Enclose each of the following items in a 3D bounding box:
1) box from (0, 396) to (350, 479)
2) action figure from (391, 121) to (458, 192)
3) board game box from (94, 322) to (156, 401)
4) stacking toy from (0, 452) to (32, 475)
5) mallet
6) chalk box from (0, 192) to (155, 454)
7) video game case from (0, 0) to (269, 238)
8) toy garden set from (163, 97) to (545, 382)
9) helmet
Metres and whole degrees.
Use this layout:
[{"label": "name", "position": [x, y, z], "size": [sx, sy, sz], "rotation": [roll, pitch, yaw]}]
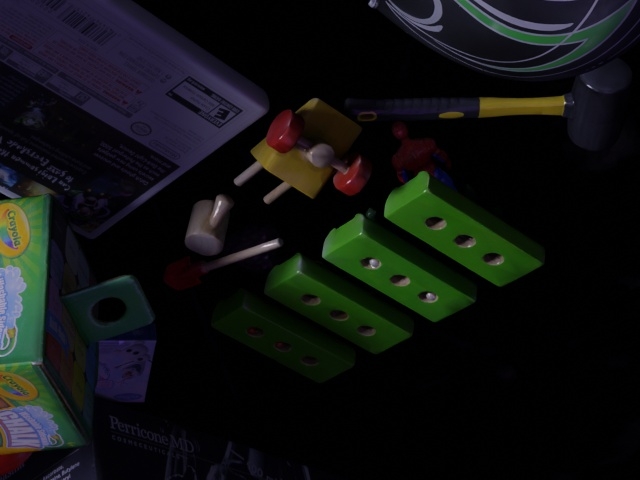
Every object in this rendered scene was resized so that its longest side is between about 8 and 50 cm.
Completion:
[{"label": "box", "position": [-0.105, 0.339, 1.205], "size": [0.179, 0.312, 0.343], "rotation": [-36, 139, 28]}, {"label": "action figure", "position": [0.076, -0.043, 1.006], "size": [0.038, 0.030, 0.115], "rotation": [-25, 136, 11]}, {"label": "board game box", "position": [-0.178, 0.096, 1.134], "size": [0.090, 0.020, 0.090], "rotation": [2, 141, -14]}, {"label": "stacking toy", "position": [-0.366, 0.185, 1.078], "size": [0.330, 0.141, 0.141], "rotation": [-23, 146, -21]}, {"label": "mallet", "position": [0.112, -0.094, 0.948], "size": [0.190, 0.039, 0.062], "rotation": [3, 141, -8]}, {"label": "chalk box", "position": [-0.221, 0.062, 0.971], "size": [0.213, 0.132, 0.132], "rotation": [-6, 147, 5]}, {"label": "video game case", "position": [-0.158, -0.086, 0.912], "size": [0.173, 0.022, 0.190], "rotation": [-34, 136, 27]}, {"label": "toy garden set", "position": [0.000, 0.000, 1.017], "size": [0.204, 0.049, 0.244], "rotation": [30, 139, -27]}, {"label": "helmet", "position": [0.117, -0.165, 0.758], "size": [0.162, 0.169, 0.169], "rotation": [14, 139, -3]}]
